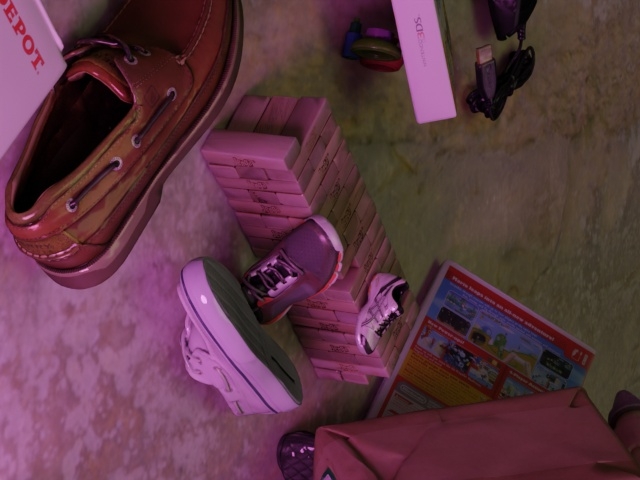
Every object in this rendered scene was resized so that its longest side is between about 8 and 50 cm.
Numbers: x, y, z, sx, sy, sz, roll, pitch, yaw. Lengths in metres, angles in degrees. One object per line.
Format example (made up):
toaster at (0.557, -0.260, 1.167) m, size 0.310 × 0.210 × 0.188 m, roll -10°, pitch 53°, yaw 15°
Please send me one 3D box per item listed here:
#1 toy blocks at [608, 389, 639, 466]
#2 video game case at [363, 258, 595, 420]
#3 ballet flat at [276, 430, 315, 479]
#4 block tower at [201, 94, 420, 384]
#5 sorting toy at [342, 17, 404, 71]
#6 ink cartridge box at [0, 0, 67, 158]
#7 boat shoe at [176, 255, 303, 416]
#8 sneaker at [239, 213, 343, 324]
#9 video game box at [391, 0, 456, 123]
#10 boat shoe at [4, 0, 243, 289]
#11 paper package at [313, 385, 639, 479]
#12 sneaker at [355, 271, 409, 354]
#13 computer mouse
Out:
toy blocks at (0.242, 0.309, 2.223) m, size 0.260 × 0.309 × 0.288 m, roll -100°, pitch -174°, yaw -52°
video game case at (0.168, 0.178, 2.063) m, size 0.285 × 0.204 × 0.025 m, roll -61°, pitch -175°, yaw -35°
ballet flat at (0.001, 0.255, 1.898) m, size 0.057 × 0.049 × 0.173 m, roll -60°, pitch 143°, yaw -34°
block tower at (0.000, 0.000, 1.807) m, size 0.097 × 0.091 × 0.335 m, roll -65°, pitch 146°, yaw -32°
sorting toy at (0.055, -0.200, 1.899) m, size 0.102 × 0.061 × 0.042 m, roll 57°, pitch 42°, yaw -80°
ink cartridge box at (-0.303, -0.099, 1.219) m, size 0.273 × 0.114 × 0.198 m, roll -61°, pitch 144°, yaw -35°
boat shoe at (-0.087, 0.100, 1.680) m, size 0.226 × 0.076 × 0.083 m, roll 58°, pitch 15°, yaw -47°
sneaker at (-0.038, 0.038, 1.708) m, size 0.065 × 0.158 × 0.061 m, roll -23°, pitch 71°, yaw -46°
video game box at (0.096, -0.251, 1.903) m, size 0.187 × 0.048 × 0.205 m, roll -84°, pitch 163°, yaw -56°
boat shoe at (-0.151, -0.115, 1.493) m, size 0.104 × 0.110 × 0.307 m, roll 54°, pitch 49°, yaw -52°
paper package at (0.150, 0.335, 1.868) m, size 0.168 × 0.309 × 0.325 m, roll -120°, pitch -154°, yaw -54°
sneaker at (0.059, 0.070, 1.794) m, size 0.032 × 0.037 × 0.083 m, roll 42°, pitch 61°, yaw -58°
computer mouse at (0.199, -0.269, 2.149) m, size 0.184 × 0.060 × 0.262 m, roll -52°, pitch 150°, yaw -50°
